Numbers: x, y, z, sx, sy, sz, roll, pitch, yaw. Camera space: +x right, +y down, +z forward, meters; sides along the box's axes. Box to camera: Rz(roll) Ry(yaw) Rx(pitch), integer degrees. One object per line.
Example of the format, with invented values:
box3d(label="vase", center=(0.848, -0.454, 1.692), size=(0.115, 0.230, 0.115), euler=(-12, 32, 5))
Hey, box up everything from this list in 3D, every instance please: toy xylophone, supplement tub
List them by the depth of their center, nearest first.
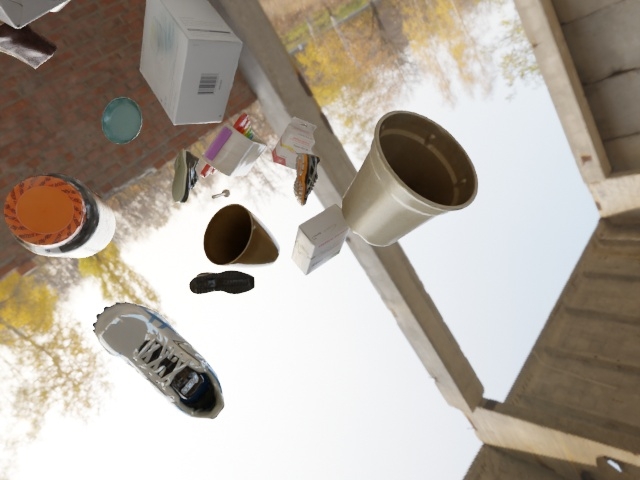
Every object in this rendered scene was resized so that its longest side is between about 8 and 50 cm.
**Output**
box3d(label="supplement tub", center=(-0.675, -0.059, 1.190), size=(0.207, 0.207, 0.338), euler=(-38, -173, -14))
box3d(label="toy xylophone", center=(-0.252, -0.232, 1.300), size=(0.236, 0.081, 0.323), euler=(-53, -177, 1))

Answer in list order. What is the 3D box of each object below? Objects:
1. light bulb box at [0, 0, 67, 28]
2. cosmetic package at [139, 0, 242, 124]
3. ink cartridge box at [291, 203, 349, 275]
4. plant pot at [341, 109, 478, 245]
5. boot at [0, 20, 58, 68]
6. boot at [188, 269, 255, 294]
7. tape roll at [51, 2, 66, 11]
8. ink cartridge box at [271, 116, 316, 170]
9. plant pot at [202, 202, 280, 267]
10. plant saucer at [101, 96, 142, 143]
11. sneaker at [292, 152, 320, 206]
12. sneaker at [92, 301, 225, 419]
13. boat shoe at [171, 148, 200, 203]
box3d(label="light bulb box", center=(-0.457, -0.546, 0.670), size=(0.361, 0.225, 0.358), euler=(30, -116, 24))
box3d(label="cosmetic package", center=(-0.321, -0.440, 1.083), size=(0.138, 0.225, 0.224), euler=(-15, 149, -37))
box3d(label="ink cartridge box", center=(0.000, 0.000, 1.479), size=(0.160, 0.093, 0.219), euler=(-32, 160, -26))
box3d(label="plant pot", center=(0.226, -0.147, 1.317), size=(0.334, 0.333, 0.305), euler=(-50, 180, -41))
box3d(label="boot", center=(-0.901, -0.546, 1.262), size=(0.248, 0.207, 0.090), euler=(-22, -121, 21))
box3d(label="boot", center=(-0.308, 0.120, 1.429), size=(0.197, 0.077, 0.137), euler=(2, -174, -10))
box3d(label="tape roll", center=(-0.793, -0.761, 1.118), size=(0.072, 0.392, 0.392), euler=(-35, -162, 10))
box3d(label="ink cartridge box", center=(-0.103, -0.390, 1.832), size=(0.198, 0.115, 0.067), euler=(-52, -145, 37))
box3d(label="plant pot", center=(-0.276, 0.014, 1.729), size=(0.237, 0.254, 0.237), euler=(-11, -113, 28))
box3d(label="plant saucer", center=(-0.501, -0.303, 1.152), size=(0.119, 0.119, 0.021), euler=(-28, 173, 13))
box3d(label="sneaker", center=(-0.049, -0.222, 1.676), size=(0.083, 0.215, 0.084), euler=(-10, -140, -28))
box3d(label="sneaker", center=(-0.213, 0.170, 0.632), size=(0.086, 0.237, 0.085), euler=(9, -127, 46))
box3d(label="boat shoe", center=(-0.422, -0.201, 1.439), size=(0.084, 0.079, 0.233), euler=(-41, -141, 29))
